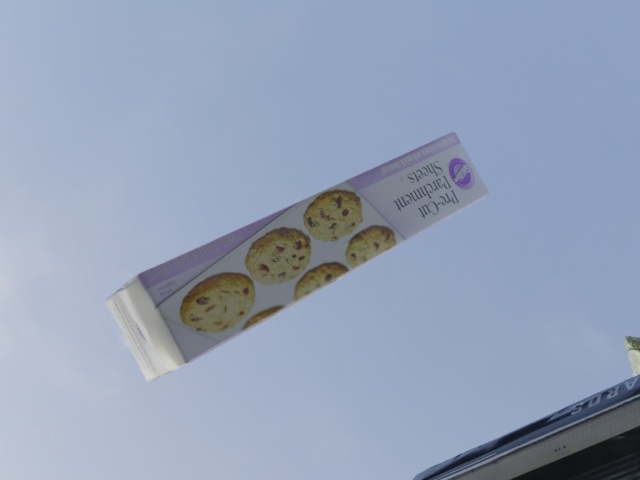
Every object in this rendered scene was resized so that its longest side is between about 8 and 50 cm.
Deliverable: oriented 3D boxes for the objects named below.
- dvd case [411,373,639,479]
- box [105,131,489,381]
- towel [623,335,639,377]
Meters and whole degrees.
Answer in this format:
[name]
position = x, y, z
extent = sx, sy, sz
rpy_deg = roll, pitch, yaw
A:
[dvd case]
position = 0.172, 0.118, 0.282
extent = 0.239, 0.030, 0.179
rpy_deg = -34, -92, 29
[box]
position = 0.000, 0.000, 0.603
extent = 0.063, 0.324, 0.067
rpy_deg = -30, -93, 51
[towel]
position = 0.369, 0.145, 0.786
extent = 0.148, 0.110, 0.027
rpy_deg = 11, -129, 49
